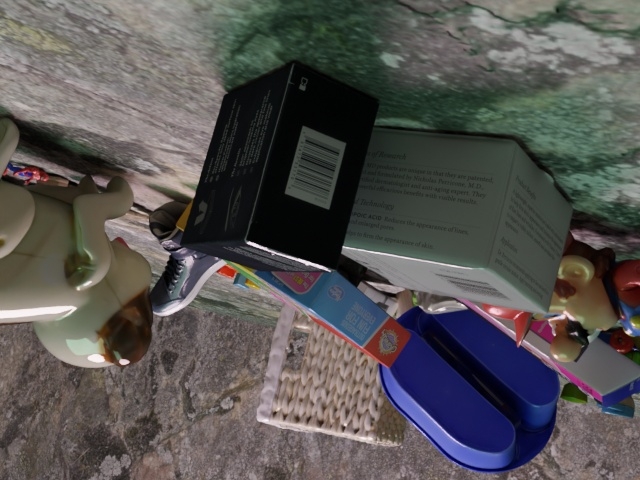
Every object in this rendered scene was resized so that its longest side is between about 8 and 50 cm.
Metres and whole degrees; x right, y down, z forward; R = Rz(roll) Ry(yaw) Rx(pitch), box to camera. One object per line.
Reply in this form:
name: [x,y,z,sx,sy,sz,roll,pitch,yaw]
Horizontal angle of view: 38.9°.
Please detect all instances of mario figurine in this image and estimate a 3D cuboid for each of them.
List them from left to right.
mario figurine: [0.332,0.087,0.960,0.321,0.170,0.198,5,133,15]

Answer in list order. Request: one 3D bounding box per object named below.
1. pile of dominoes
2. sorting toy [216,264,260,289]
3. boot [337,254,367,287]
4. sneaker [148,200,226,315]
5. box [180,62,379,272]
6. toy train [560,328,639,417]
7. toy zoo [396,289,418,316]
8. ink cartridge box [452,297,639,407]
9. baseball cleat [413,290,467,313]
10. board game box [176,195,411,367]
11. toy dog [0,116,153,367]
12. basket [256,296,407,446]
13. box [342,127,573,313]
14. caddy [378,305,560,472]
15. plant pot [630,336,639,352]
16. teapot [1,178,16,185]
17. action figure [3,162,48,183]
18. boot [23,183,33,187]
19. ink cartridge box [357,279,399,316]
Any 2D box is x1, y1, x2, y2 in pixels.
pile of dominoes: [-0.411,-0.075,1.692,0.196,0.040,0.251,9,176,33]
sorting toy: [-0.192,0.075,2.069,0.196,0.047,0.348,20,169,-22]
boot: [0.000,0.000,1.352,0.161,0.083,0.246,27,171,6]
sneaker: [-0.253,0.027,1.529,0.163,0.226,0.086,28,-156,-49]
box: [-0.040,-0.057,0.811,0.093,0.155,0.158,20,169,-27]
toy train: [0.452,0.221,1.597,0.248,0.143,0.105,6,165,43]
toy zoo: [0.244,0.223,1.821,0.030,0.192,0.293,-21,152,25]
ink cartridge box: [0.304,0.128,1.191,0.371,0.069,0.176,34,178,23]
baseball cleat: [0.230,0.090,1.442,0.110,0.072,0.206,12,175,-20]
board game box: [-0.042,0.058,1.373,0.317,0.064,0.242,28,171,41]
toy dog: [-0.424,0.051,1.380,0.285,0.395,0.408,-6,149,42]
basket: [0.061,0.279,2.003,0.267,0.328,0.331,10,168,18]
box: [0.123,-0.018,0.874,0.182,0.119,0.181,10,168,34]
caddy: [0.257,0.242,1.583,0.341,0.241,0.179,44,166,19]
plant pot: [0.437,0.108,1.111,0.095,0.134,0.134,34,180,29]
teapot: [-0.644,-0.024,1.766,0.256,0.252,0.187,9,163,-36]
action figure: [-0.521,-0.118,1.589,0.115,0.030,0.038,8,163,28]
boot: [-0.525,-0.070,1.789,0.114,0.037,0.106,29,175,15]
ink cartridge box: [0.074,0.105,1.729,0.099,0.056,0.135,33,-178,36]
